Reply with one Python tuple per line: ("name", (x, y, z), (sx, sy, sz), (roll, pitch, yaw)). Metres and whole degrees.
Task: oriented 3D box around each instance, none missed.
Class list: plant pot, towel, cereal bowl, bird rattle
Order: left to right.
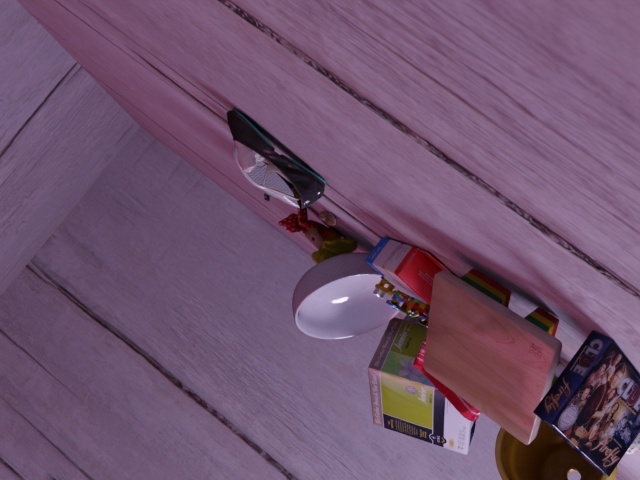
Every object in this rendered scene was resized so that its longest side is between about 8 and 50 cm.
("bird rattle", (0.000, 0.000, 2.152), (0.253, 0.143, 0.207), (38, -168, 28))
("cereal bowl", (0.074, 0.144, 2.023), (0.339, 0.339, 0.141), (44, -157, -49))
("towel", (0.297, 0.245, 1.470), (0.199, 0.031, 0.275), (46, 143, 29))
("plant pot", (0.564, 0.524, 1.614), (0.254, 0.254, 0.239), (33, 171, 44))

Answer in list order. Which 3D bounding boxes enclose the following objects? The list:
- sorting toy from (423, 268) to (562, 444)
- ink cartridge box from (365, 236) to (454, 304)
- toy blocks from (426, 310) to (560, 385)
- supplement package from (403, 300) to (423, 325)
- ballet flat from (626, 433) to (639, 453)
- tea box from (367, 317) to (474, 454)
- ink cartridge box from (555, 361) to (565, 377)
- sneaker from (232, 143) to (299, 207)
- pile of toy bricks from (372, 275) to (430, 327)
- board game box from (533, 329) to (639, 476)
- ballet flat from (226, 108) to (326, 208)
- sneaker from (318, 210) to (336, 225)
("sorting toy", (0.325, 0.201, 1.290), (0.257, 0.089, 0.255), (34, 139, 37))
("ink cartridge box", (0.212, 0.074, 1.576), (0.134, 0.078, 0.231), (40, 174, -20))
("toy blocks", (0.354, 0.222, 1.563), (0.261, 0.191, 0.381), (52, 170, -19))
("supplement package", (0.365, 0.291, 2.277), (0.179, 0.105, 0.105), (38, 175, 1))
("ballet flat", (0.694, 0.453, 1.660), (0.077, 0.091, 0.241), (5, -175, -9))
("tea box", (0.337, 0.452, 2.166), (0.324, 0.220, 0.329), (13, 139, 20))
("ink cartridge box", (0.587, 0.348, 1.607), (0.207, 0.046, 0.097), (38, 174, -6))
("sneaker", (-0.153, -0.172, 1.766), (0.256, 0.094, 0.151), (39, 169, -36))
("pile of toy bricks", (0.245, 0.142, 1.785), (0.118, 0.105, 0.212), (38, 173, -33))
("board game box", (0.466, 0.276, 1.153), (0.243, 0.165, 0.042), (41, 174, -37))
("ballet flat", (-0.116, -0.172, 1.539), (0.280, 0.096, 0.095), (38, 175, -4))
("sneaker", (0.029, -0.060, 1.940), (0.037, 0.032, 0.083), (25, -172, -33))
